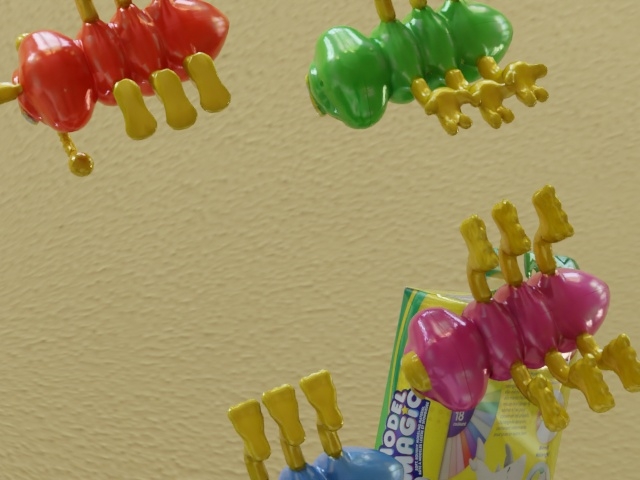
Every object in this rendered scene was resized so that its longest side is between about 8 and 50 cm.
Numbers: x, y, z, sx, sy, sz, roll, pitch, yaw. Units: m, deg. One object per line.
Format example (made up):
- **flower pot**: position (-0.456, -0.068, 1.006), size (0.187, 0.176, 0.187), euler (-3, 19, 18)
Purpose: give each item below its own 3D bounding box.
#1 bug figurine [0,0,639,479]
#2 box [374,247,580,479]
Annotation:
- **bug figurine**: position (0.000, 0.000, 0.626), size (0.216, 0.072, 0.279), euler (-18, -101, -12)
- **box**: position (0.069, 0.090, 0.743), size (0.105, 0.043, 0.179), euler (7, -84, -53)
